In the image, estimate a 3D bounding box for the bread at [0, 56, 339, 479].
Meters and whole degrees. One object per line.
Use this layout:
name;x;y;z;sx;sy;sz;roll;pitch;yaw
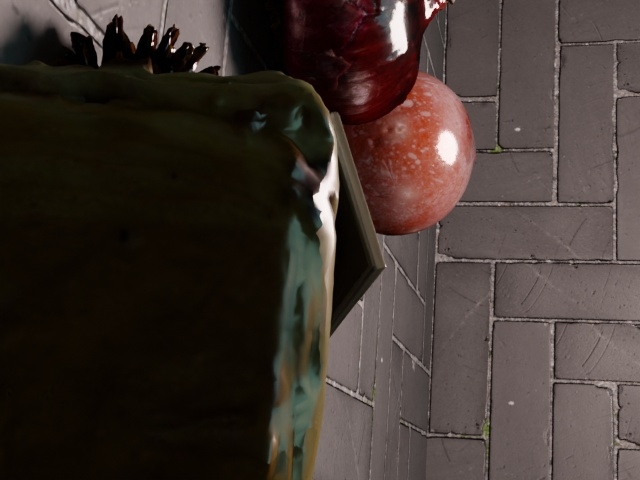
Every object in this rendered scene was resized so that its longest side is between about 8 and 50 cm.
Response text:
bread;-0.139;0.078;0.469;0.167;0.278;0.324;169;-77;-80

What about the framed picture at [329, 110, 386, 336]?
framed picture;0.000;0.000;1.116;0.260;0.023;0.189;120;-42;-59

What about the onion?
onion;0.049;-0.289;1.195;0.314;0.233;0.313;1;90;-78

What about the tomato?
tomato;0.132;-0.141;1.554;0.270;0.227;0.270;-2;90;-74

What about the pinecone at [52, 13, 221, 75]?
pinecone;-0.129;-0.098;0.715;0.140;0.121;0.140;-13;90;-89
